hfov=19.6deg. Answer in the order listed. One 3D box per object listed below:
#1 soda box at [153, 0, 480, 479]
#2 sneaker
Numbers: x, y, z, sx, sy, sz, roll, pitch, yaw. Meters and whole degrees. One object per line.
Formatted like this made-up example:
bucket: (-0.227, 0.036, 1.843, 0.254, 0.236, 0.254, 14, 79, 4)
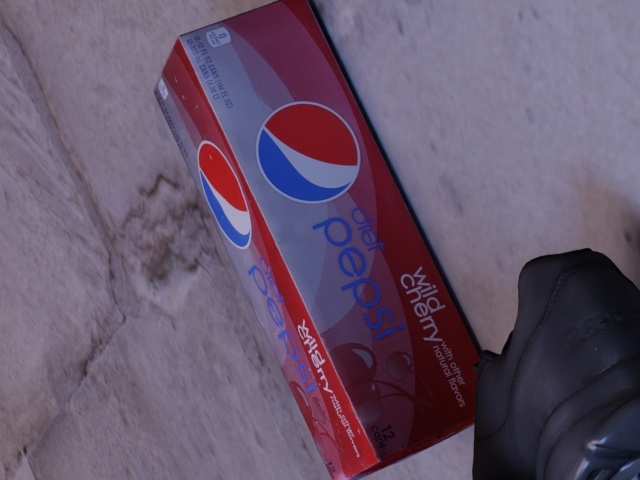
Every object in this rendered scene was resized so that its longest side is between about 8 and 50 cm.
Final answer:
soda box: (0.000, 0.000, 1.052, 0.263, 0.083, 0.092, 64, 159, 8)
sneaker: (0.118, 0.112, 0.883, 0.286, 0.109, 0.130, 104, 151, -51)
